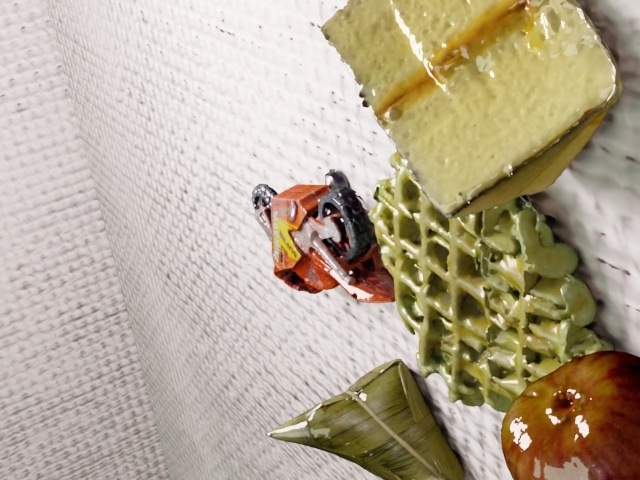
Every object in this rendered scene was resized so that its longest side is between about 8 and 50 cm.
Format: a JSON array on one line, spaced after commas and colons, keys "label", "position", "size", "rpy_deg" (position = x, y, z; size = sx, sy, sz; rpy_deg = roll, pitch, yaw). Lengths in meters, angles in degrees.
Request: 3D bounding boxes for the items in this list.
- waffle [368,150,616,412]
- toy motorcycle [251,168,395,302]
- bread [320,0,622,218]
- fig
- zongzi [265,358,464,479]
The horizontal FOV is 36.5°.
[{"label": "waffle", "position": [0.155, 0.041, 0.999], "size": [0.317, 0.073, 0.297], "rpy_deg": [66, 155, 5]}, {"label": "toy motorcycle", "position": [-0.002, -0.001, 1.272], "size": [0.298, 0.089, 0.171], "rpy_deg": [10, 121, 62]}, {"label": "bread", "position": [0.123, -0.165, 0.814], "size": [0.240, 0.135, 0.178], "rpy_deg": [61, 155, 20]}, {"label": "fig", "position": [0.261, 0.172, 0.835], "size": [0.148, 0.202, 0.149], "rpy_deg": [-114, 38, -49]}, {"label": "zongzi", "position": [0.063, 0.284, 1.245], "size": [0.205, 0.204, 0.094], "rpy_deg": [61, 173, 13]}]
